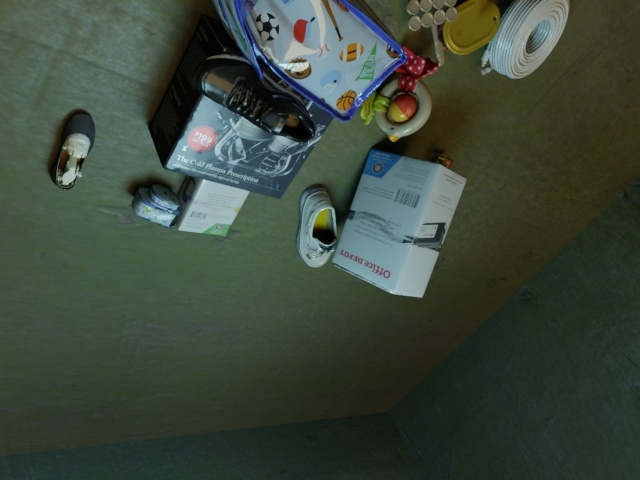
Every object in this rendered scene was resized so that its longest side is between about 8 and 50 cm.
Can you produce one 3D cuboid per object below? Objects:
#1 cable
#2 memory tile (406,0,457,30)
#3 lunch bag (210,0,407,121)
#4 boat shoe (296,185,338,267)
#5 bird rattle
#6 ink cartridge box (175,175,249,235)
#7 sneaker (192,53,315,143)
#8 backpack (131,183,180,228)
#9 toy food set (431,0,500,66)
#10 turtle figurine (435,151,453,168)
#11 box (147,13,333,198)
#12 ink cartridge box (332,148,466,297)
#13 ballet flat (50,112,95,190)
[{"bbox_3d":[0.600,-0.598,1.443,0.256,0.089,0.257,-23,143,-28],"label":"cable"},{"bbox_3d":[0.285,-0.609,1.283,0.147,0.012,0.113,-18,116,-14],"label":"memory tile"},{"bbox_3d":[-0.070,-0.459,1.000,0.239,0.328,0.385,-46,141,20],"label":"lunch bag"},{"bbox_3d":[0.008,-0.003,1.697,0.135,0.157,0.367,-15,140,-18],"label":"boat shoe"},{"bbox_3d":[0.226,-0.390,1.385,0.253,0.207,0.143,-30,162,15],"label":"bird rattle"},{"bbox_3d":[-0.303,-0.125,1.409,0.154,0.093,0.212,8,130,-40],"label":"ink cartridge box"},{"bbox_3d":[-0.120,-0.285,1.033,0.283,0.124,0.107,13,123,-41],"label":"sneaker"},{"bbox_3d":[-0.438,-0.100,1.341,0.114,0.105,0.084,19,114,-36],"label":"backpack"},{"bbox_3d":[0.383,-0.581,1.377,0.217,0.071,0.128,-29,115,-8],"label":"toy food set"},{"bbox_3d":[0.386,-0.186,1.723,0.269,0.087,0.218,-34,147,-65],"label":"turtle figurine"},{"bbox_3d":[-0.184,-0.302,1.218,0.343,0.179,0.313,11,125,-41],"label":"box"},{"bbox_3d":[0.236,-0.057,1.566,0.166,0.285,0.395,15,97,-43],"label":"ink cartridge box"},{"bbox_3d":[-0.574,-0.198,1.168,0.074,0.074,0.203,12,126,-41],"label":"ballet flat"}]
